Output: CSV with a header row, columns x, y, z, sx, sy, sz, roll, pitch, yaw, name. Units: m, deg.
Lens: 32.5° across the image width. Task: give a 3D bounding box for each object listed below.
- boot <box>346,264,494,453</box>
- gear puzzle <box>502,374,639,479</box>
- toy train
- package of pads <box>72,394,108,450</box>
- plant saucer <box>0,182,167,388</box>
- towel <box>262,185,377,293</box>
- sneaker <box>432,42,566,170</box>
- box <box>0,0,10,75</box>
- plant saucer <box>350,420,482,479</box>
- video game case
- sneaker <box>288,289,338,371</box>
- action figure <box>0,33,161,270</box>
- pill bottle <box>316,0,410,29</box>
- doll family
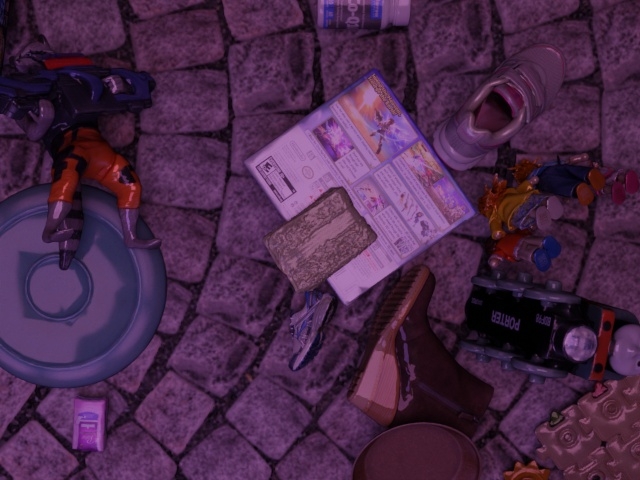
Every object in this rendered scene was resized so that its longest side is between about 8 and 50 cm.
x,y,z,sx,sy,sz,roll,pitch,yaw,name
0.174,0.182,1.672,0.207,0.090,0.248,25,90,-14,boot
0.428,0.317,1.692,0.339,0.044,0.175,-34,94,3,gear puzzle
0.327,0.123,1.546,0.190,0.334,0.142,9,91,-16,toy train
-0.352,0.279,1.675,0.050,0.032,0.083,3,92,1,package of pads
-0.394,0.070,1.662,0.318,0.044,0.317,0,92,0,plant saucer
0.000,0.000,1.615,0.148,0.027,0.110,-35,93,1,towel
0.282,-0.205,1.617,0.103,0.111,0.252,45,72,-2,sneaker
-0.598,-0.391,1.591,0.293,0.073,0.295,6,92,-2,box
0.142,0.342,1.655,0.199,0.036,0.198,-2,119,-4,plant saucer
0.059,-0.080,1.656,0.244,0.061,0.269,-35,92,2,video game case
-0.022,0.134,1.672,0.058,0.052,0.135,28,101,21,sneaker
-0.390,-0.139,1.559,0.178,0.341,0.330,-33,68,41,action figure
0.063,-0.354,1.638,0.137,0.078,0.078,1,92,-1,pill bottle
0.324,-0.071,1.604,0.263,0.163,0.118,-36,111,-18,doll family
